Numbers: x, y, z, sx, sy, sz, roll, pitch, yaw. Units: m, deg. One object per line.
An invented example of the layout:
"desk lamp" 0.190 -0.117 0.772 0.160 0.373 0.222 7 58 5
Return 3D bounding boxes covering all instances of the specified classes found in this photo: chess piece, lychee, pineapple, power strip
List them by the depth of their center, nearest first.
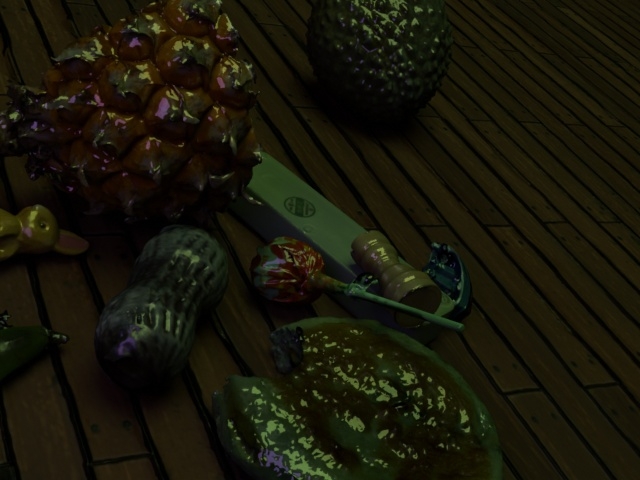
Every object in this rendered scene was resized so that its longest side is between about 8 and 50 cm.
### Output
"pineapple" -0.226 -0.082 1.025 0.286 0.344 0.209 -20 66 -25
"chess piece" 0.082 0.039 1.046 0.066 0.066 0.122 -4 39 -33
"power strip" 0.000 0.000 1.164 0.385 0.062 0.091 39 38 26
"lychee" 0.103 -0.335 1.539 0.255 0.255 0.274 5 51 -23

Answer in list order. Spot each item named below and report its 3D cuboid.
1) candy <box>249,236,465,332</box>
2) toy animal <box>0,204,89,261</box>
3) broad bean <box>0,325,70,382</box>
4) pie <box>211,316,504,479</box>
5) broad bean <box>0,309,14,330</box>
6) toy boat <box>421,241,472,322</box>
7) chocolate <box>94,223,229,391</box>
"candy" 0.034 0.057 0.997 0.287 0.078 0.084 16 -9 40
"toy animal" -0.335 -0.010 1.000 0.159 0.070 0.083 1 35 -35
"broad bean" -0.324 0.134 0.808 0.065 0.046 0.254 37 33 3
"pie" 0.047 0.187 0.912 0.302 0.067 0.302 14 34 -10
"broad bean" -0.435 0.025 0.912 0.297 0.043 0.060 30 23 14
"toy boat" 0.161 0.050 1.176 0.061 0.060 0.137 34 32 -19
"chocolate" -0.162 0.065 0.943 0.110 0.110 0.248 20 36 0
